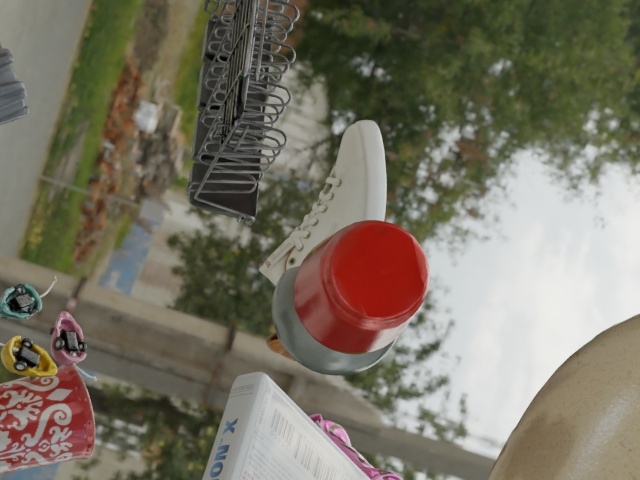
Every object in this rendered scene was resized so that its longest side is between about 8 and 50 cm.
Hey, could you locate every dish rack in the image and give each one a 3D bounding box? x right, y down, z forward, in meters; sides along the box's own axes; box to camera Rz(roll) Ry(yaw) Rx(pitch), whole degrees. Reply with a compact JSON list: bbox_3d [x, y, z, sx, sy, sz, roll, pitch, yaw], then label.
[{"bbox_3d":[-0.063,-0.143,0.942,0.271,0.074,0.208,137,-42,-70],"label":"dish rack"}]

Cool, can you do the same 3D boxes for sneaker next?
[{"bbox_3d":[0.000,0.000,1.251,0.106,0.123,0.290,-162,-98,-80],"label":"sneaker"}]

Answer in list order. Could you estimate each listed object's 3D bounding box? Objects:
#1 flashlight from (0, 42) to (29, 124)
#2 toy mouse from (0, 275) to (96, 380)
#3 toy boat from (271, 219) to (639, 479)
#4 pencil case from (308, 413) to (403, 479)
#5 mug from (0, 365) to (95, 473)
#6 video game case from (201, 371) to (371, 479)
[{"bbox_3d":[-0.511,-0.148,1.325,0.103,0.304,0.103,41,-34,45],"label":"flashlight"},{"bbox_3d":[-0.313,0.098,1.223,0.031,0.161,0.143,-34,-141,27],"label":"toy mouse"},{"bbox_3d":[0.114,0.104,0.516,0.267,0.318,0.148,-51,178,-15],"label":"toy boat"},{"bbox_3d":[0.035,0.291,1.359,0.209,0.095,0.098,-156,-121,-63],"label":"pencil case"},{"bbox_3d":[-0.358,0.228,1.254,0.113,0.169,0.150,43,-48,43],"label":"mug"},{"bbox_3d":[-0.005,0.322,0.909,0.036,0.329,0.300,-15,-139,32],"label":"video game case"}]
